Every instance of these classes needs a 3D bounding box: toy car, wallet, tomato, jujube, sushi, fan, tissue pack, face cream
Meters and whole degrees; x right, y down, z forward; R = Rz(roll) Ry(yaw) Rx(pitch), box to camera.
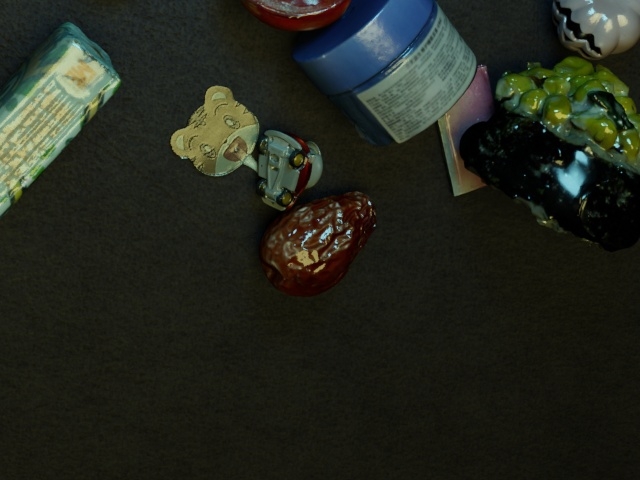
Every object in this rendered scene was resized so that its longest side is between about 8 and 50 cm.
[{"bbox_3d":[-0.049,-0.128,2.020,0.112,0.112,0.139,-7,115,-43],"label":"toy car"},{"bbox_3d":[0.282,-0.209,2.127,0.119,0.025,0.232,-18,112,-9],"label":"wallet"},{"bbox_3d":[-0.048,-0.441,1.883,0.200,0.139,0.233,-1,67,-4],"label":"tomato"},{"bbox_3d":[0.000,0.000,2.057,0.236,0.168,0.168,-36,115,-20],"label":"jujube"},{"bbox_3d":[0.472,-0.167,2.027,0.327,0.329,0.285,20,108,-30],"label":"sushi"},{"bbox_3d":[-0.151,-0.164,2.025,0.226,0.008,0.152,39,92,-24],"label":"fan"},{"bbox_3d":[-0.466,-0.196,1.801,0.311,0.228,0.128,-46,113,3],"label":"tissue pack"},{"bbox_3d":[0.112,-0.312,1.920,0.249,0.249,0.225,-42,114,1],"label":"face cream"}]

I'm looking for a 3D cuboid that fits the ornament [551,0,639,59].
[{"bbox_3d":[0.510,-0.418,2.049,0.177,0.177,0.178,-5,110,-15],"label":"ornament"}]
